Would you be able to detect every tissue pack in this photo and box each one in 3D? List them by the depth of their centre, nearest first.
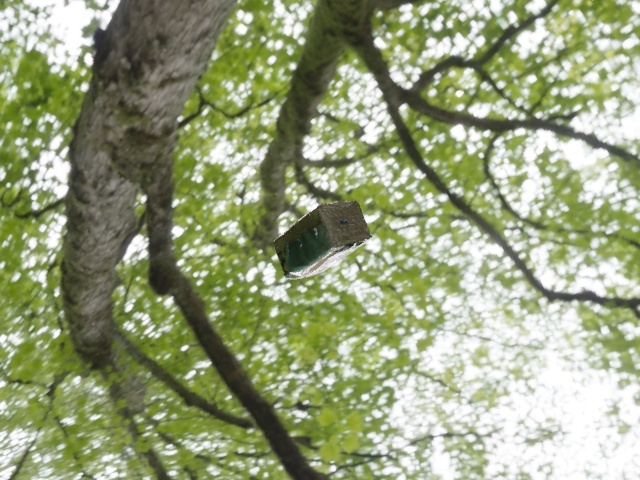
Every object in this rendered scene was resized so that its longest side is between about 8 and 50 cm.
[{"bbox_3d":[0.000,0.000,0.926,0.074,0.094,0.058,-12,-108,-44],"label":"tissue pack"}]
